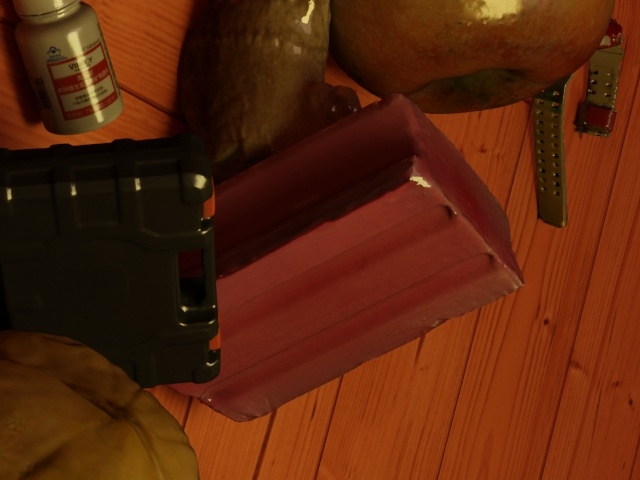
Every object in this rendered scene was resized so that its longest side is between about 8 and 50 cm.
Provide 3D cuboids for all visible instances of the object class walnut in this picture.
[{"bbox_3d":[-0.287,0.252,1.619,0.354,0.398,0.308,-12,69,-57],"label":"walnut"}]

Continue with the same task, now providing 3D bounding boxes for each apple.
[{"bbox_3d":[0.144,-0.306,2.139,0.338,0.338,0.305,10,67,-53],"label":"apple"}]

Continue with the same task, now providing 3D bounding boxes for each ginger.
[{"bbox_3d":[-0.044,-0.160,2.006,0.130,0.221,0.275,17,91,-43],"label":"ginger"}]

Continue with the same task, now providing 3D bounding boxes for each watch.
[{"bbox_3d":[0.336,-0.168,2.597,0.165,0.102,0.268,-34,130,-46],"label":"watch"}]

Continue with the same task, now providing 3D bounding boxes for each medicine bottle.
[{"bbox_3d":[-0.238,-0.175,1.845,0.079,0.079,0.140,-40,126,-41],"label":"medicine bottle"}]

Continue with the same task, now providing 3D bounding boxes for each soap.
[{"bbox_3d":[-0.009,0.031,1.956,0.233,0.360,0.128,45,24,-45],"label":"soap"}]

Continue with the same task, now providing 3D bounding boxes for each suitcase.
[{"bbox_3d":[-0.194,0.029,1.778,0.285,0.206,0.066,91,-8,-46],"label":"suitcase"}]
